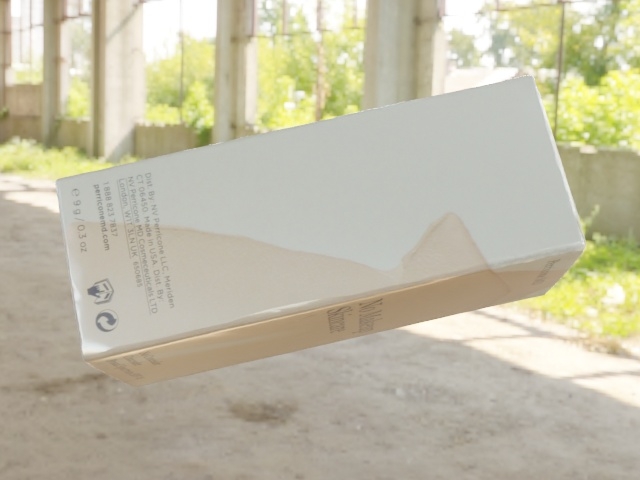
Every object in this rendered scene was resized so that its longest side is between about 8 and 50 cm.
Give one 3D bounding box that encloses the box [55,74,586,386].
[{"bbox_3d":[0.000,0.000,0.648,0.311,0.121,0.148,-13,-16,0],"label":"box"}]
